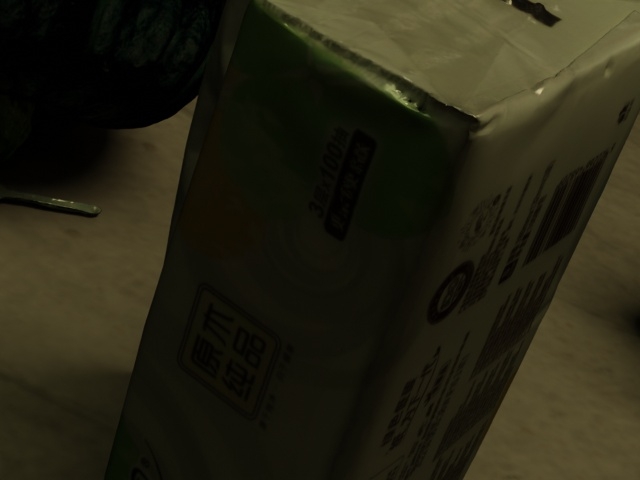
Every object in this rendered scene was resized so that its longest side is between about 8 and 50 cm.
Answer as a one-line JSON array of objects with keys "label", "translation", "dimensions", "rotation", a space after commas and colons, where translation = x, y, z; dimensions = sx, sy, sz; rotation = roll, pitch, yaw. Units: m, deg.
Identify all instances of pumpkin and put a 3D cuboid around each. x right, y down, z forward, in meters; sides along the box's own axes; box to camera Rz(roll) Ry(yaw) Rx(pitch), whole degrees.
[{"label": "pumpkin", "translation": [-0.133, -0.117, 0.784], "dimensions": [0.194, 0.150, 0.194], "rotation": [11, 27, -6]}]

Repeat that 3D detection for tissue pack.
[{"label": "tissue pack", "translation": [0.000, 0.000, 0.611], "dimensions": [0.145, 0.229, 0.159], "rotation": [32, 34, 20]}]

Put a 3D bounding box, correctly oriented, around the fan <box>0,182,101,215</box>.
[{"label": "fan", "translation": [-0.163, -0.024, 0.767], "dimensions": [0.133, 0.005, 0.085], "rotation": [9, 33, -17]}]
